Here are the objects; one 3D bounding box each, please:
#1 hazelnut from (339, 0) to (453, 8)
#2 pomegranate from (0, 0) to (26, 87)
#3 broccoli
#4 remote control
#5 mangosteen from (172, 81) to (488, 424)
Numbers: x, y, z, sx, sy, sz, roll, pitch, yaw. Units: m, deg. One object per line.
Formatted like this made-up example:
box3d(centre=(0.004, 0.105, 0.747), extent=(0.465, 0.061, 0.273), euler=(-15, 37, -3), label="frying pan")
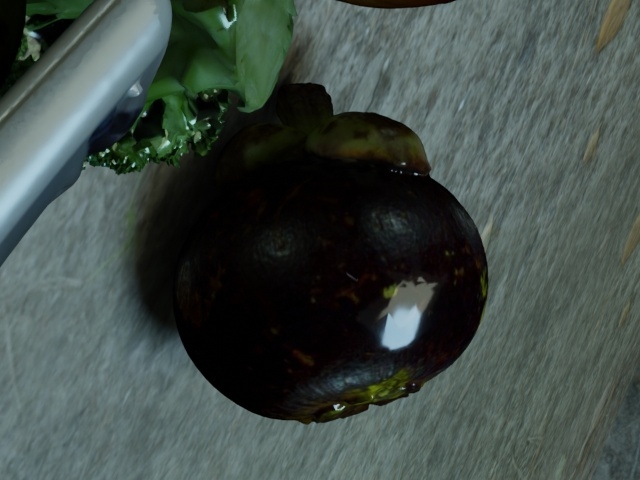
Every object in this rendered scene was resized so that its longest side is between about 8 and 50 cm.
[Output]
box3d(centre=(0.032, -0.235, 0.790), extent=(0.229, 0.229, 0.229), euler=(-47, 150, -39), label="hazelnut")
box3d(centre=(-0.177, -0.086, 0.532), extent=(0.148, 0.148, 0.169), euler=(-62, 150, -11), label="pomegranate")
box3d(centre=(-0.082, -0.107, 0.689), extent=(0.195, 0.156, 0.195), euler=(-42, 139, -51), label="broccoli")
box3d(centre=(-0.152, 0.041, 0.538), extent=(0.313, 0.055, 0.109), euler=(-50, -175, -10), label="remote control")
box3d(centre=(0.000, 0.000, 0.971), extent=(0.192, 0.192, 0.217), euler=(26, 49, -67), label="mangosteen")
